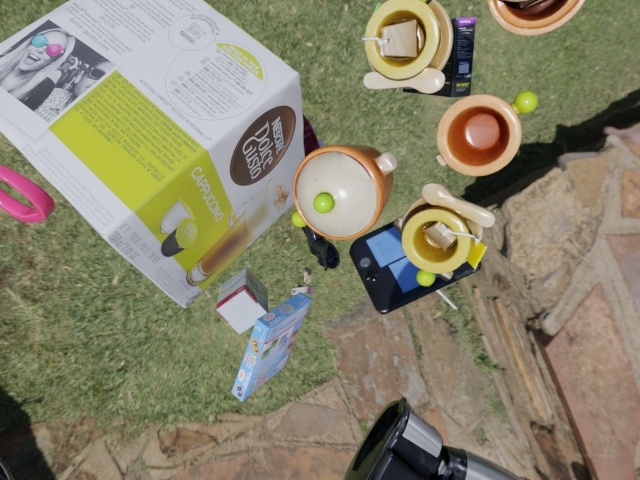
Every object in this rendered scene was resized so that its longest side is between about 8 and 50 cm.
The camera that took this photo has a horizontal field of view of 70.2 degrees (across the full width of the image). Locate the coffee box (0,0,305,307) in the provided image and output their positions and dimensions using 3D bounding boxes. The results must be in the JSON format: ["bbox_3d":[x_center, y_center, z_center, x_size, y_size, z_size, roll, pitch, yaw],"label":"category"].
[{"bbox_3d":[-0.253,-0.156,0.748,0.338,0.337,0.334,40,73,15],"label":"coffee box"}]

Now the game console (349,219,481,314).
[{"bbox_3d":[0.318,0.054,1.618,0.387,0.342,0.060,-26,133,3],"label":"game console"}]

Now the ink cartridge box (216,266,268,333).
[{"bbox_3d":[-0.267,0.203,1.574,0.127,0.176,0.128,-36,113,8],"label":"ink cartridge box"}]

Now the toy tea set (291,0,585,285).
[{"bbox_3d":[0.093,-0.111,0.410,0.200,0.124,0.336,24,118,15],"label":"toy tea set"}]

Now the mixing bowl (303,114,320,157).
[{"bbox_3d":[-0.081,-0.238,1.144,0.098,0.181,0.181,-22,91,23],"label":"mixing bowl"}]

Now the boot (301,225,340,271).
[{"bbox_3d":[-0.001,0.000,0.965,0.045,0.099,0.121,-20,117,-15],"label":"boot"}]

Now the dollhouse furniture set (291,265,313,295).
[{"bbox_3d":[-0.085,0.154,1.758,0.081,0.091,0.114,-6,106,-31],"label":"dollhouse furniture set"}]

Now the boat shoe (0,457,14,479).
[{"bbox_3d":[-0.462,0.291,0.605,0.152,0.056,0.049,34,117,2],"label":"boat shoe"}]

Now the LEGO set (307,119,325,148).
[{"bbox_3d":[-0.056,-0.295,1.614,0.182,0.060,0.244,-39,105,-4],"label":"LEGO set"}]

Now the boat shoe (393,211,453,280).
[{"bbox_3d":[0.259,0.007,1.077,0.072,0.068,0.190,-40,90,-1],"label":"boat shoe"}]

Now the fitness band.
[{"bbox_3d":[-0.819,-0.133,1.202,0.209,0.291,0.054,51,54,-34],"label":"fitness band"}]

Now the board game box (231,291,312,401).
[{"bbox_3d":[-0.105,0.228,0.990,0.039,0.160,0.211,31,119,20],"label":"board game box"}]

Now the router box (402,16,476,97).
[{"bbox_3d":[0.222,-0.351,0.880,0.046,0.179,0.133,-10,114,-18],"label":"router box"}]

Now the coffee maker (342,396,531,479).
[{"bbox_3d":[0.115,0.281,0.464,0.178,0.120,0.171,31,54,2],"label":"coffee maker"}]
